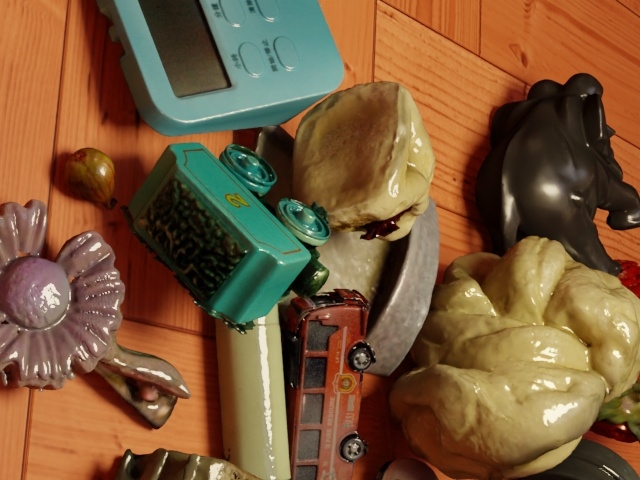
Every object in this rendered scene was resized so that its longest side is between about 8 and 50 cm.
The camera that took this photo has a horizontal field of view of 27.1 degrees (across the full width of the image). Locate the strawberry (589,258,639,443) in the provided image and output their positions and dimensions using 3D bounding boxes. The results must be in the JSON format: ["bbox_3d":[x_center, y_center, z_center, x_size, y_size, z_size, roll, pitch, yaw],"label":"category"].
[{"bbox_3d":[0.437,0.151,1.951,0.257,0.257,0.277,54,20,-30],"label":"strawberry"}]

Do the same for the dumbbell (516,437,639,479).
[{"bbox_3d":[0.305,0.416,1.759,0.388,0.185,0.185,-48,120,-44],"label":"dumbbell"}]

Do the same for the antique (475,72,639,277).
[{"bbox_3d":[0.340,-0.077,1.897,0.322,0.185,0.255,-47,120,-40],"label":"antique"}]

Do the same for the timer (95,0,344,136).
[{"bbox_3d":[-0.114,-0.235,1.412,0.250,0.091,0.232,-15,82,-48],"label":"timer"}]

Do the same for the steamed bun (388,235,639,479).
[{"bbox_3d":[0.234,0.131,1.629,0.372,0.325,0.230,-35,104,-31],"label":"steamed bun"}]

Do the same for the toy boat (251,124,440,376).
[{"bbox_3d":[0.020,0.025,1.563,0.293,0.111,0.276,13,73,-36],"label":"toy boat"}]

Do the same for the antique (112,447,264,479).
[{"bbox_3d":[-0.093,0.297,1.339,0.284,0.125,0.150,43,52,-37],"label":"antique"}]

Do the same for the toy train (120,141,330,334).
[{"bbox_3d":[-0.092,-0.011,1.355,0.203,0.112,0.163,43,23,18],"label":"toy train"}]

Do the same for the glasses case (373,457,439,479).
[{"bbox_3d":[0.095,0.419,1.586,0.122,0.075,0.314,28,62,-48],"label":"glasses case"}]

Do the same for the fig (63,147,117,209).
[{"bbox_3d":[-0.221,-0.056,1.319,0.083,0.050,0.050,63,38,-50],"label":"fig"}]

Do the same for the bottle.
[{"bbox_3d":[-0.074,0.159,1.431,0.072,0.072,0.201,3,81,-51],"label":"bottle"}]

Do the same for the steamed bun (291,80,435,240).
[{"bbox_3d":[0.061,-0.070,1.477,0.155,0.141,0.172,42,47,-50],"label":"steamed bun"}]

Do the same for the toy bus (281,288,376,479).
[{"bbox_3d":[0.004,0.171,1.467,0.096,0.073,0.235,0,101,-19],"label":"toy bus"}]

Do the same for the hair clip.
[{"bbox_3d":[-0.223,0.090,1.264,0.300,0.069,0.173,43,53,-37],"label":"hair clip"}]
